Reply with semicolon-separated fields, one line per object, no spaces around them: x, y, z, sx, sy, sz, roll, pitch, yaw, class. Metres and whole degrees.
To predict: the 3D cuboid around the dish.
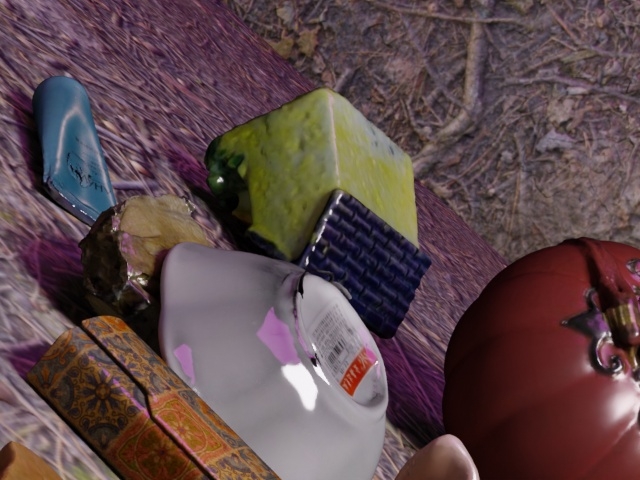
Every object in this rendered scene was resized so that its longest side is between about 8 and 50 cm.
-0.011;0.084;1.119;0.229;0.081;0.229;48;24;-29;dish

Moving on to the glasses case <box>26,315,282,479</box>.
-0.068;0.134;0.974;0.218;0.049;0.075;43;10;14;glasses case

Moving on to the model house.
0.000;0.000;1.665;0.194;0.170;0.211;39;36;-49;model house

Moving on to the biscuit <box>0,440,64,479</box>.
-0.094;0.167;0.783;0.250;0.035;0.162;32;18;-38;biscuit

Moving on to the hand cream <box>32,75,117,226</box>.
-0.209;-0.078;1.404;0.083;0.048;0.224;38;15;-31;hand cream

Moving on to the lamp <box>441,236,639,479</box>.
0.254;0.145;1.494;0.303;0.257;0.303;17;52;-23;lamp

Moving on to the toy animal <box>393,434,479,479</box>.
0.048;0.229;0.712;0.149;0.165;0.248;-2;49;-24;toy animal

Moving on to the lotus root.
-0.120;0.033;1.158;0.144;0.070;0.143;21;39;-60;lotus root
